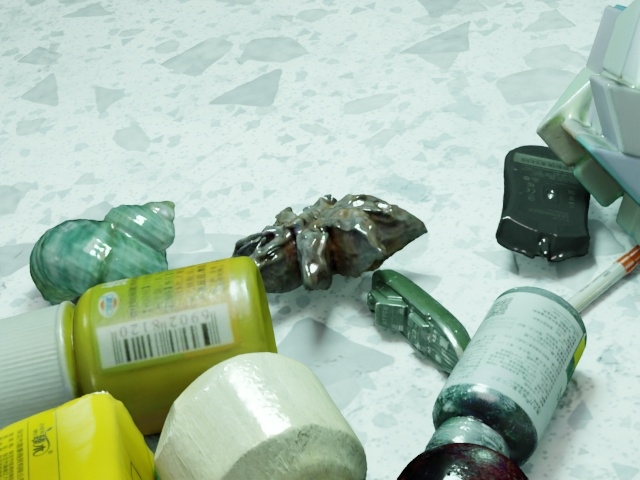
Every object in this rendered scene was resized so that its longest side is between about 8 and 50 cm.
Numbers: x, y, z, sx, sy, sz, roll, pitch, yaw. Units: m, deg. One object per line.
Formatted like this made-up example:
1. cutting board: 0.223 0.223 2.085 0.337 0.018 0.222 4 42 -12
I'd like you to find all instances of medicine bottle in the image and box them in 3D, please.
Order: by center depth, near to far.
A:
1. medicine bottle: 0.237 0.198 1.524 0.141 0.141 0.293 11 41 28
2. medicine bottle: -0.257 0.164 1.643 0.384 0.224 0.224 -12 36 0

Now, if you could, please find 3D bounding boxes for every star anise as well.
1. star anise: 0.002 0.000 1.835 0.332 0.117 0.332 -17 18 6

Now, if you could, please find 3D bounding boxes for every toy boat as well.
1. toy boat: 0.142 0.123 1.704 0.085 0.078 0.260 -13 31 -23

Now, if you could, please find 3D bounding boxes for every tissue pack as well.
1. tissue pack: -0.314 0.396 1.324 0.293 0.228 0.382 -23 34 -1

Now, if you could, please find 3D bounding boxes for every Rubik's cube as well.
1. Rubik's cube: 0.535 -0.180 1.741 0.387 0.368 0.358 12 16 -5

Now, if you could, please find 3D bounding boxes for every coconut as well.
1. coconut: -0.082 0.263 1.450 0.237 0.237 0.266 -23 46 -15

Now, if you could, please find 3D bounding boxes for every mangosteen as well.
1. mangosteen: 0.170 0.333 1.311 0.216 0.216 0.216 -8 36 6

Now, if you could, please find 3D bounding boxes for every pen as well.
1. pen: 0.409 0.071 1.740 0.239 0.028 0.028 -34 41 -26

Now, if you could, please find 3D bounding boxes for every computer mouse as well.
1. computer mouse: 0.353 -0.046 1.865 0.147 0.088 0.264 12 39 4

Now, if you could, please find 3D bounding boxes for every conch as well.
1. conch: -0.347 0.027 1.915 0.277 0.195 0.220 -40 8 4
